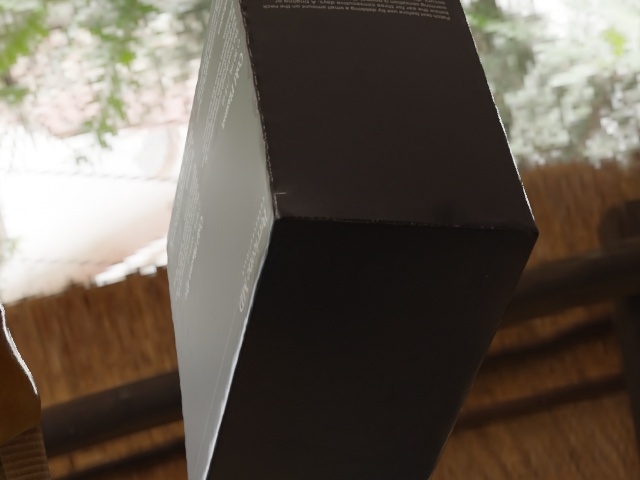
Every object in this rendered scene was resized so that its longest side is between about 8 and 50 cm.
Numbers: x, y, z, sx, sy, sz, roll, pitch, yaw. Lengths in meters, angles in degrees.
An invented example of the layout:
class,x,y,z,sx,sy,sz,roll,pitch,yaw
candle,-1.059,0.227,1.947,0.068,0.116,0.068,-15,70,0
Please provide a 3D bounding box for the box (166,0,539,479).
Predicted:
class,x,y,z,sx,sy,sz,roll,pitch,yaw
box,0.000,0.000,1.132,0.179,0.343,0.312,3,-135,-13

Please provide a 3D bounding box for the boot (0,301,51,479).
class,x,y,z,sx,sy,sz,roll,pitch,yaw
boot,-0.296,0.108,0.966,0.104,0.211,0.295,-28,166,26
